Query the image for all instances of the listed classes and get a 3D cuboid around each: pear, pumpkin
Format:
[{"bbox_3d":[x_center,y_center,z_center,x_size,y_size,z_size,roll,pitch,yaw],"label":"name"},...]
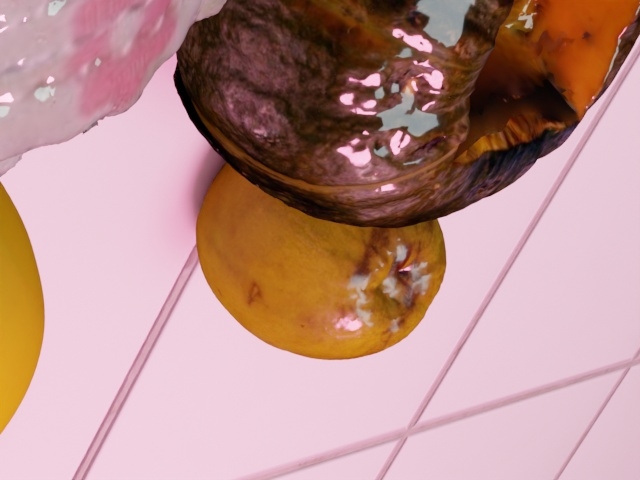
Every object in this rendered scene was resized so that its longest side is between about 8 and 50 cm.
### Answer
[{"bbox_3d":[0.000,0.000,1.169,0.149,0.162,0.149,-31,138,-34],"label":"pear"},{"bbox_3d":[0.065,-0.151,1.018,0.320,0.192,0.320,-40,154,-24],"label":"pumpkin"}]

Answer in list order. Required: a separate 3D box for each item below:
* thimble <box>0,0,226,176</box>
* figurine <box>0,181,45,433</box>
[{"bbox_3d":[-0.138,-0.132,0.704,0.211,0.185,0.149,-6,138,-12],"label":"thimble"},{"bbox_3d":[-0.280,0.073,0.797,0.343,0.187,0.215,-39,141,-8],"label":"figurine"}]
